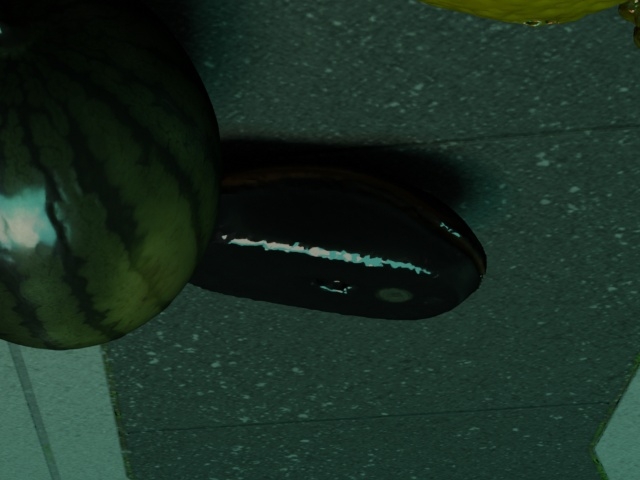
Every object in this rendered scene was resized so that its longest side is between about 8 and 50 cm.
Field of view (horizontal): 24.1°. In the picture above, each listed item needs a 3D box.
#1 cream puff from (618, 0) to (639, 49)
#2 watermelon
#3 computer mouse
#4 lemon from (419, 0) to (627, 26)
[{"bbox_3d":[0.285,-0.186,1.206,0.083,0.083,0.058,-34,179,28],"label":"cream puff"},{"bbox_3d":[-0.218,-0.068,1.171,0.279,0.278,0.359,-1,150,1],"label":"watermelon"},{"bbox_3d":[0.001,-0.004,1.460,0.323,0.116,0.183,9,151,-3],"label":"computer mouse"},{"bbox_3d":[0.104,-0.276,0.780,0.336,0.336,0.336,0,151,0],"label":"lemon"}]
